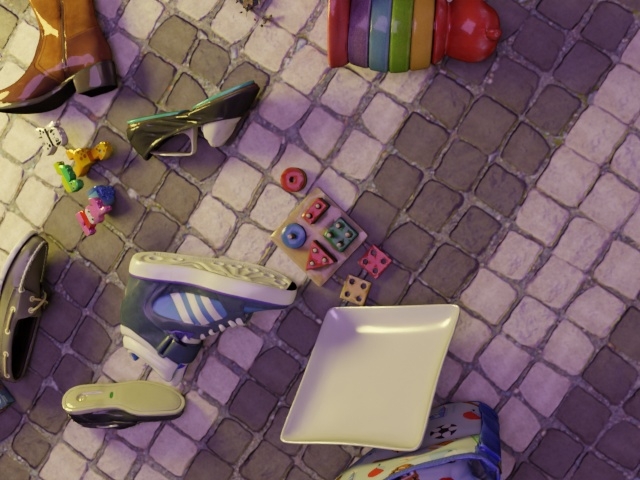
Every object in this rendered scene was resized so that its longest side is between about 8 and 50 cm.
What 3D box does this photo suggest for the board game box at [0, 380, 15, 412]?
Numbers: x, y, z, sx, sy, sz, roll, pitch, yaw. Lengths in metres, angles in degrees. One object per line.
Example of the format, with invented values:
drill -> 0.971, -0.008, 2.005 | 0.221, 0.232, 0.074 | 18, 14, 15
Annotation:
board game box -> -0.721, 0.283, 1.989 | 0.136, 0.035, 0.201 | -41, 83, 12

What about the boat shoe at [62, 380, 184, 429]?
boat shoe -> -0.369, 0.320, 1.899 | 0.233, 0.084, 0.079 | -2, 130, 7

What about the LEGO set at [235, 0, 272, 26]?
LEGO set -> -0.124, -0.430, 1.832 | 0.054, 0.023, 0.083 | -25, 100, 15

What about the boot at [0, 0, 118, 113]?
boot -> -0.536, -0.394, 1.889 | 0.264, 0.096, 0.280 | -16, 88, 14

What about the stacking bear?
stacking bear -> 0.163, -0.367, 1.702 | 0.289, 0.175, 0.164 | 4, 91, 6

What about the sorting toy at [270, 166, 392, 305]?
sorting toy -> 0.000, 0.000, 1.804 | 0.274, 0.046, 0.132 | 45, 101, 8

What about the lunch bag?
lunch bag -> 0.152, 0.444, 1.642 | 0.239, 0.328, 0.385 | 45, 100, 2

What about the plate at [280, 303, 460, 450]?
plate -> 0.092, 0.234, 1.689 | 0.278, 0.045, 0.277 | -5, 49, 36

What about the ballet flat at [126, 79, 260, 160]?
ballet flat -> -0.225, -0.212, 1.832 | 0.280, 0.095, 0.096 | -14, 99, 23

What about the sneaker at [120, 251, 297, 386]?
sneaker -> -0.211, 0.159, 1.830 | 0.323, 0.130, 0.236 | 9, 104, 8

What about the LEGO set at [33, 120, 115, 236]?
LEGO set -> -0.434, -0.135, 1.877 | 0.093, 0.087, 0.227 | -31, 85, 28

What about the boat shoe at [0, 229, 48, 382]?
boat shoe -> -0.574, 0.129, 1.915 | 0.091, 0.109, 0.305 | 25, 103, 11
